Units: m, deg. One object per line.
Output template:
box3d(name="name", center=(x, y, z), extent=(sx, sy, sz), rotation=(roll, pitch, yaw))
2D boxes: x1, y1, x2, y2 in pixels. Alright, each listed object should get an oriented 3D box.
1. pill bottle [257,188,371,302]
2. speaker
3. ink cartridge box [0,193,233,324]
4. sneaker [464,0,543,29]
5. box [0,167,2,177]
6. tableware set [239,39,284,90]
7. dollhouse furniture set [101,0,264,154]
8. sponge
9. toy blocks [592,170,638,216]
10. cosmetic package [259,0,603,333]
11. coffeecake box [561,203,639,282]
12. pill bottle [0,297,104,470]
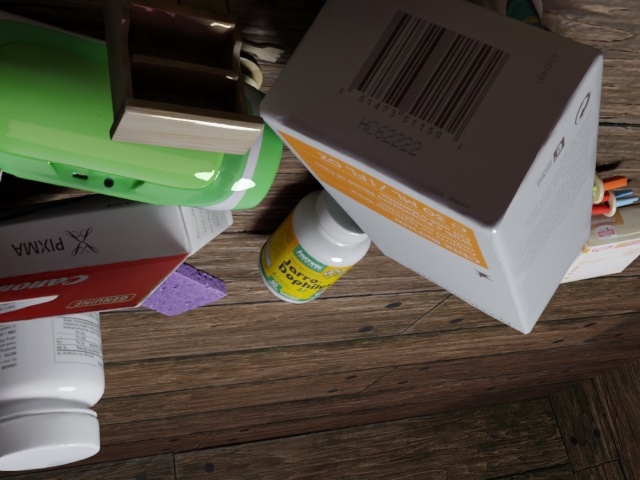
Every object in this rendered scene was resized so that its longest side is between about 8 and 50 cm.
box3d(name="pill bottle", center=(0.000, 0.000, 1.030), extent=(0.118, 0.117, 0.208), rotation=(1, 154, -28))
box3d(name="speaker", center=(-0.187, -0.107, 0.636), extent=(0.297, 0.131, 0.131), rotation=(11, 149, -26))
box3d(name="ink cartridge box", center=(-0.269, 0.008, 0.748), extent=(0.296, 0.066, 0.261), rotation=(-8, -165, 13))
box3d(name="sneaker", center=(0.211, -0.163, 0.772), extent=(0.107, 0.110, 0.275), rotation=(-23, 156, 22))
box3d(name="box", center=(-0.344, -0.039, 0.641), extent=(0.067, 0.063, 0.324), rotation=(16, 175, -33))
box3d(name="tableware set", center=(-0.058, -0.144, 0.769), extent=(0.194, 0.039, 0.128), rotation=(7, 150, -38))
box3d(name="dollhouse furniture set", center=(-0.065, -0.193, 0.496), extent=(0.212, 0.161, 0.242), rotation=(2, 153, -31))
box3d(name="sponge", center=(-0.253, 0.072, 1.177), extent=(0.117, 0.031, 0.210), rotation=(-20, 155, 17))
box3d(name="toy blocks", center=(0.444, -0.074, 1.165), extent=(0.148, 0.054, 0.123), rotation=(-10, 157, -5))
box3d(name="cosmetic package", center=(0.143, -0.058, 0.758), extent=(0.161, 0.230, 0.453), rotation=(-58, 155, -4))
box3d(name="coffeecake box", center=(0.529, 0.009, 1.380), extent=(0.142, 0.068, 0.185), rotation=(-10, 157, -6))
box3d(name="pill bottle", center=(-0.372, 0.145, 0.964), extent=(0.160, 0.283, 0.160), rotation=(-10, 157, -4))
